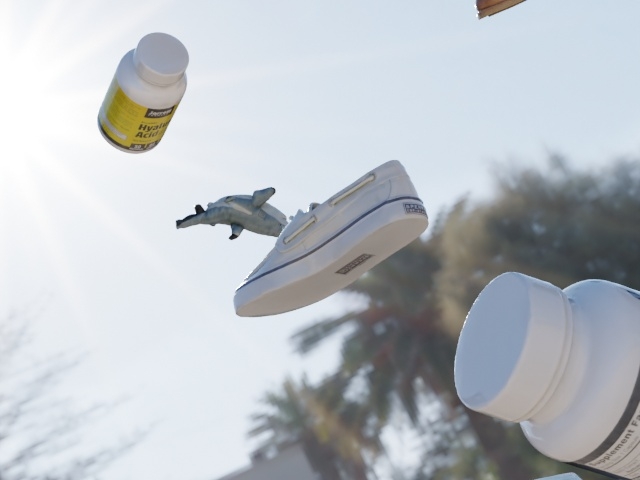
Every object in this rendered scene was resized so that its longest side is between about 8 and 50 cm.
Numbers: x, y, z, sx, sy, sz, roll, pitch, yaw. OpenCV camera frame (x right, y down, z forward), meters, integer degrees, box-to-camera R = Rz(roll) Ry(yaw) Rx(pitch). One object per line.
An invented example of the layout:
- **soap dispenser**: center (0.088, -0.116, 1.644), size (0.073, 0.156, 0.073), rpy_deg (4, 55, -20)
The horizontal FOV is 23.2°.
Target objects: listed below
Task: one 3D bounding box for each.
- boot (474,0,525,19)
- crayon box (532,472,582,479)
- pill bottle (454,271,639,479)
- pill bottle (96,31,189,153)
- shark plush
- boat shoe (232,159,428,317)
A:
- **boot**: center (0.196, -0.332, 1.599), size (0.197, 0.152, 0.073), rpy_deg (-42, 14, -21)
- **crayon box**: center (0.108, 0.348, 1.455), size (0.318, 0.202, 0.081), rpy_deg (-10, 1, 1)
- **pill bottle**: center (0.174, 0.082, 0.896), size (0.180, 0.108, 0.108), rpy_deg (20, -37, -20)
- **pill bottle**: center (-0.157, -0.133, 1.395), size (0.065, 0.065, 0.116), rpy_deg (-17, -22, -31)
- **shark plush**: center (-0.119, -0.032, 2.177), size (0.161, 0.067, 0.073), rpy_deg (0, -22, -33)
- **boat shoe**: center (0.000, 0.000, 1.719), size (0.096, 0.088, 0.267), rpy_deg (8, -33, -45)
